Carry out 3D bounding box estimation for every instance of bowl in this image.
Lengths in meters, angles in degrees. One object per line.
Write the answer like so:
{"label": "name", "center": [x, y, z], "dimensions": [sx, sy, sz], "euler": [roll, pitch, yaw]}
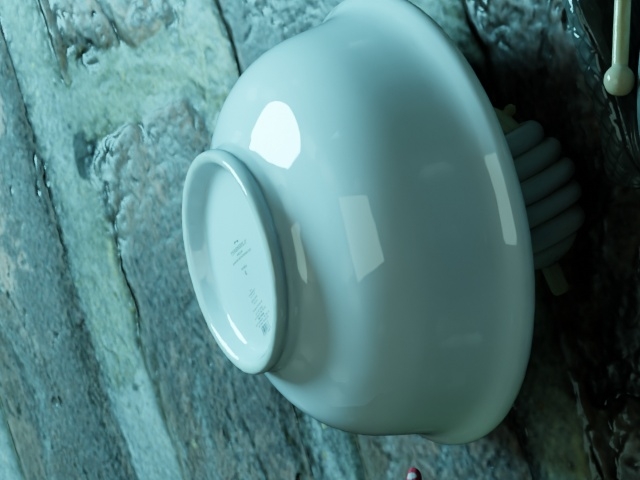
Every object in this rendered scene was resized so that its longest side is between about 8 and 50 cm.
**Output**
{"label": "bowl", "center": [0.000, 0.000, 1.097], "dimensions": [0.298, 0.134, 0.298], "euler": [43, 139, 52]}

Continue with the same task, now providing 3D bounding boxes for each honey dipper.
{"label": "honey dipper", "center": [0.175, -0.163, 1.004], "dimensions": [0.030, 0.030, 0.161], "euler": [0, 84, 42]}

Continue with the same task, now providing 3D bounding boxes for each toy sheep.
{"label": "toy sheep", "center": [0.122, -0.026, 1.084], "dimensions": [0.091, 0.091, 0.132], "euler": [-25, 98, 43]}

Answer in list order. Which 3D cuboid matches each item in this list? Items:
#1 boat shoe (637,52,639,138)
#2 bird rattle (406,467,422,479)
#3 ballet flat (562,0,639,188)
{"label": "boat shoe", "center": [0.256, -0.031, 0.961], "dimensions": [0.118, 0.103, 0.320], "euler": [-12, 87, 62]}
{"label": "bird rattle", "center": [0.117, 0.267, 1.140], "dimensions": [0.253, 0.143, 0.207], "euler": [-11, 110, 46]}
{"label": "ballet flat", "center": [0.167, -0.114, 1.037], "dimensions": [0.049, 0.057, 0.173], "euler": [-15, 89, 57]}
